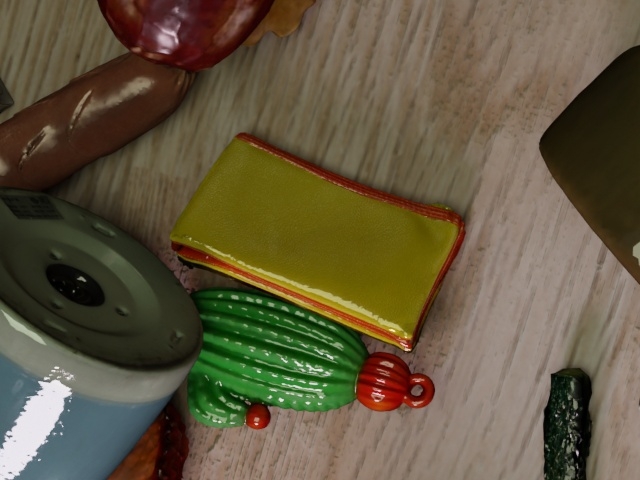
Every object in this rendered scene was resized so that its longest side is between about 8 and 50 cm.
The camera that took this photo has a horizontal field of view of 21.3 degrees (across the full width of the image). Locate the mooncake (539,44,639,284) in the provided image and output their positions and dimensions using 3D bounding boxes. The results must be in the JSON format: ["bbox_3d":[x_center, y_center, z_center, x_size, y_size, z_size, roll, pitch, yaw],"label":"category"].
[{"bbox_3d":[0.317,-0.028,1.363,0.284,0.284,0.155,47,105,7],"label":"mooncake"}]

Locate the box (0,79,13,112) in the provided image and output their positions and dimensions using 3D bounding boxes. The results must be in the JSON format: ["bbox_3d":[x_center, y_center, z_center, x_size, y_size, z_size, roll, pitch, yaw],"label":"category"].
[{"bbox_3d":[-0.380,-0.211,1.661,0.055,0.039,0.218,-31,87,17],"label":"box"}]

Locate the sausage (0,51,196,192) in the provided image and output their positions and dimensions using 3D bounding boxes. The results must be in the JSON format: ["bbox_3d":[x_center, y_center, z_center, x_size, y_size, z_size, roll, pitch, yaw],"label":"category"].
[{"bbox_3d":[-0.304,-0.065,1.634,0.433,0.088,0.088,-31,87,15],"label":"sausage"}]

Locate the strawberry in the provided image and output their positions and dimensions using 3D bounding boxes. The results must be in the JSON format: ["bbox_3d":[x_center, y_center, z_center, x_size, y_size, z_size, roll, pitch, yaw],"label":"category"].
[{"bbox_3d":[-0.188,0.267,1.622,0.190,0.111,0.237,18,75,43],"label":"strawberry"}]

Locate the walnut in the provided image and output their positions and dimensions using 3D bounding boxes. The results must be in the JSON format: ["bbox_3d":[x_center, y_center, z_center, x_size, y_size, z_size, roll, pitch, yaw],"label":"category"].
[{"bbox_3d":[-0.086,-0.287,1.503,0.221,0.243,0.269,40,116,48],"label":"walnut"}]

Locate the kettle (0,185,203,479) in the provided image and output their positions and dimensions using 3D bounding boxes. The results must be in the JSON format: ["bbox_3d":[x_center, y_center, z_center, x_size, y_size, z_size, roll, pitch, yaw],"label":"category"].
[{"bbox_3d":[-0.311,0.133,1.555,0.342,0.247,0.319,-55,50,24],"label":"kettle"}]

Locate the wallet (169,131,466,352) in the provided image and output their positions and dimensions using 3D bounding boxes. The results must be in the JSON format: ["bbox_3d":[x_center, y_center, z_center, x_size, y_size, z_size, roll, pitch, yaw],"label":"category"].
[{"bbox_3d":[0.000,0.000,1.548,0.241,0.067,0.141,22,64,12],"label":"wallet"}]

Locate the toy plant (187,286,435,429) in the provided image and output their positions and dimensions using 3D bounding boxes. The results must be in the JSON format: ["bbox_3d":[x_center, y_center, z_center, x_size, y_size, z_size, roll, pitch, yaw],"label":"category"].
[{"bbox_3d":[-0.021,0.094,1.567,0.240,0.088,0.155,-9,68,7],"label":"toy plant"}]

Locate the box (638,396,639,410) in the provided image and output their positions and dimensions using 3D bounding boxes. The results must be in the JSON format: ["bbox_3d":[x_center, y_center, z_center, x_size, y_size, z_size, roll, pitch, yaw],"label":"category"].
[{"bbox_3d":[0.414,0.161,1.456,0.242,0.067,0.155,-23,97,17],"label":"box"}]

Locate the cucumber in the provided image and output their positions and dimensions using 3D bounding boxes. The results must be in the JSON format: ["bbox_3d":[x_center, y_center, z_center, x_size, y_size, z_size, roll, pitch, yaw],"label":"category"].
[{"bbox_3d":[0.221,0.243,1.536,0.044,0.043,0.257,2,96,20],"label":"cucumber"}]
